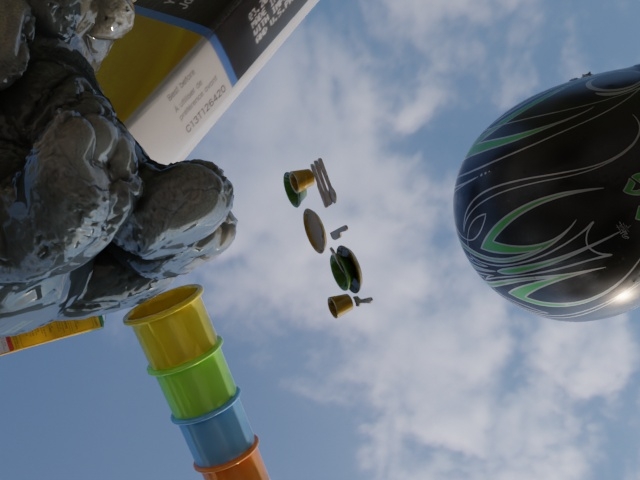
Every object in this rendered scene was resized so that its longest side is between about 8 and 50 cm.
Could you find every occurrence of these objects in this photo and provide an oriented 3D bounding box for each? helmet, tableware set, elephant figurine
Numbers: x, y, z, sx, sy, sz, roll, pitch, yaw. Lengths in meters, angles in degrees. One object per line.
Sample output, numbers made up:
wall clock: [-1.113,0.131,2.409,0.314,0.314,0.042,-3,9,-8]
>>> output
helmet: [0.169,-0.025,0.616,0.161,0.169,0.169,-29,-98,12]
tableware set: [0.000,0.000,0.901,0.024,0.104,0.154,-19,-92,-20]
elephant figurine: [-0.147,-0.084,0.449,0.186,0.169,0.239,-12,-106,-42]

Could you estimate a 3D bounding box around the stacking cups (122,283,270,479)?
stacking cups: [-0.111,0.207,1.037,0.096,0.096,0.316,-27,-78,-18]

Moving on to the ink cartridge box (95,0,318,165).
ink cartridge box: [-0.200,-0.128,0.644,0.307,0.072,0.304,23,-114,30]

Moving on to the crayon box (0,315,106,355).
crayon box: [-0.336,-0.025,0.941,0.165,0.081,0.279,-15,-78,-7]
